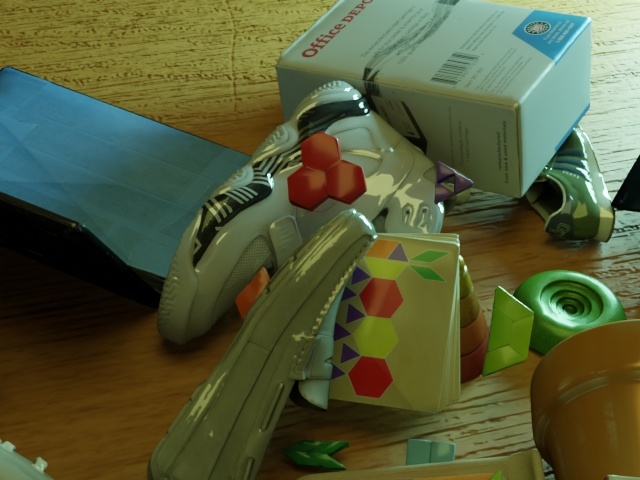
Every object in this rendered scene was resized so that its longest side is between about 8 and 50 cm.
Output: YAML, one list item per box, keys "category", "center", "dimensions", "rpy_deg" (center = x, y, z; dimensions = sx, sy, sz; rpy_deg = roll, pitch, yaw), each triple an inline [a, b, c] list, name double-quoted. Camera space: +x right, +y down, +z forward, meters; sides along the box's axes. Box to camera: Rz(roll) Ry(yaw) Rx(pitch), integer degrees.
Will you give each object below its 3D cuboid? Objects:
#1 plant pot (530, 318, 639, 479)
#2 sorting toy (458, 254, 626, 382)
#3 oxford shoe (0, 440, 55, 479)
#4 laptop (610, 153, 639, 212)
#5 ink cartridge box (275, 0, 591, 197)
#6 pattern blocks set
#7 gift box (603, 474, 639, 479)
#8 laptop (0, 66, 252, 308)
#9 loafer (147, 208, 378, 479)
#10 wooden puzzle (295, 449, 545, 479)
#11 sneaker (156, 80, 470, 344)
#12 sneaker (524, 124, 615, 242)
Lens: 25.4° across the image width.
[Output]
- category: "plant pot"
  center: [0.290, 0.205, 1.257]
  dimensions: [0.205, 0.205, 0.188]
  rpy_deg: [7, 48, 0]
- category: "sorting toy"
  center: [0.245, 0.046, 1.480]
  dimensions: [0.366, 0.126, 0.127]
  rpy_deg: [-8, 44, -14]
- category: "oxford shoe"
  center: [-0.301, 0.219, 1.194]
  dimensions: [0.449, 0.169, 0.130]
  rpy_deg: [32, 50, 16]
- category: "laptop"
  center: [0.503, -0.033, 1.647]
  dimensions: [0.264, 0.136, 0.234]
  rpy_deg: [47, 47, -9]
- category: "ink cartridge box"
  center: [0.136, -0.184, 1.675]
  dimensions: [0.307, 0.129, 0.223]
  rpy_deg: [14, 41, 27]
- category: "pattern blocks set"
  center: [0.062, 0.072, 1.380]
  dimensions: [0.285, 0.026, 0.324]
  rpy_deg: [15, 77, 7]
- category: "gift box"
  center: [0.332, 0.333, 1.069]
  dimensions: [0.258, 0.276, 0.255]
  rpy_deg: [6, 47, -2]
- category: "laptop"
  center: [-0.305, -0.110, 1.513]
  dimensions: [0.382, 0.408, 0.236]
  rpy_deg: [20, 77, 16]
- category: "loafer"
  center: [-0.035, 0.117, 1.311]
  dimensions: [0.111, 0.112, 0.319]
  rpy_deg: [34, 83, 0]
- category: "wooden puzzle"
  center: [0.083, 0.276, 1.217]
  dimensions: [0.239, 0.044, 0.221]
  rpy_deg: [-9, 42, 7]
- category: "sneaker"
  center: [0.000, 0.000, 1.486]
  dimensions: [0.210, 0.137, 0.366]
  rpy_deg: [32, 59, 13]
- category: "sneaker"
  center: [0.275, -0.074, 1.659]
  dimensions: [0.086, 0.064, 0.192]
  rpy_deg: [0, 45, -14]
